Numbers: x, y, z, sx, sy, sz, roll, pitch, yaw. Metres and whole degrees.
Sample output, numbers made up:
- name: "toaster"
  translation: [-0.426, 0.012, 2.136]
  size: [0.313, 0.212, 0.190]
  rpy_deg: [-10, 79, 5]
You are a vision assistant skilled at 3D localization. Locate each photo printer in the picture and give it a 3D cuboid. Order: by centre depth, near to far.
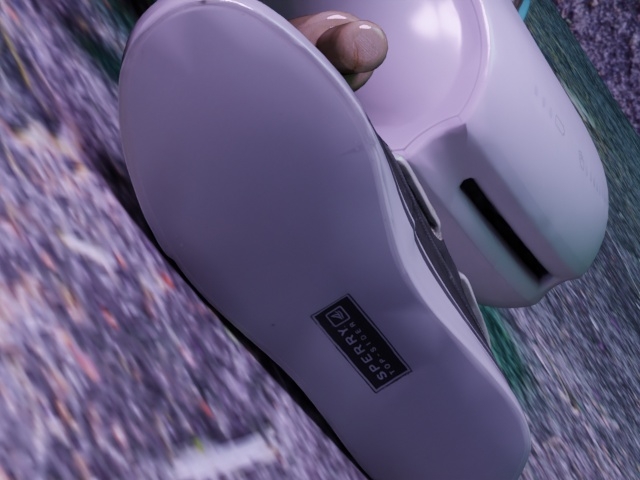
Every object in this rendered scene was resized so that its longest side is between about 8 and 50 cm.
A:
- name: "photo printer"
  translation: [0.027, -0.114, 0.880]
  size: [0.307, 0.107, 0.256]
  rpy_deg: [63, 9, 24]

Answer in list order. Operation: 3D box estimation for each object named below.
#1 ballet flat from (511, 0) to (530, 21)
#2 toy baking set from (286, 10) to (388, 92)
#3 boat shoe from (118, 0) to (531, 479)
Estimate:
- name: "ballet flat"
  translation: [0.068, -0.153, 1.203]
  size: [0.106, 0.107, 0.316]
  rpy_deg: [36, 10, -2]
- name: "toy baking set"
  translation: [-0.059, -0.114, 0.635]
  size: [0.197, 0.030, 0.256]
  rpy_deg: [39, -4, -16]
- name: "boat shoe"
  translation: [0.000, 0.000, 0.635]
  size: [0.219, 0.078, 0.070]
  rpy_deg: [58, 12, -30]
